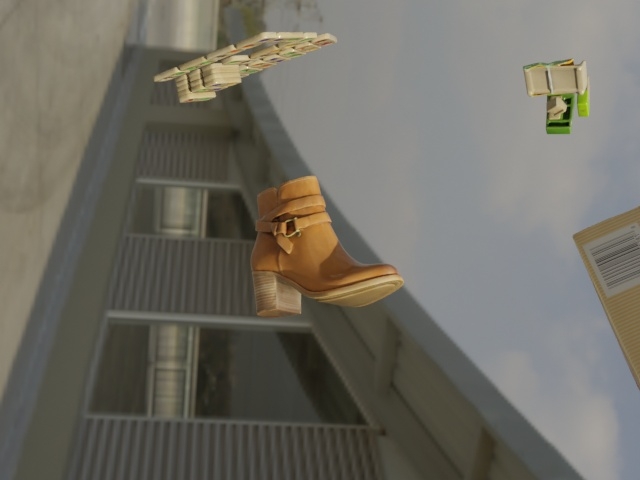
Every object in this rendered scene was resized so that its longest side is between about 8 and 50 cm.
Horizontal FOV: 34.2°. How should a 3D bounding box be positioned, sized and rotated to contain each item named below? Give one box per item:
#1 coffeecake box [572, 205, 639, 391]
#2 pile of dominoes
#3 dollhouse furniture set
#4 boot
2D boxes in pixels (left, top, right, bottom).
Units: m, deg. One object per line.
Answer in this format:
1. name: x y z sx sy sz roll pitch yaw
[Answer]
1. coffeecake box: 0.205 0.088 0.527 0.185 0.068 0.142 56 15 -37
2. pile of dominoes: -0.102 -0.251 1.520 0.251 0.196 0.040 -11 -88 41
3. dollhouse furniture set: 0.310 -0.203 1.351 0.151 0.076 0.058 60 36 -56
4. boot: 0.000 0.000 1.176 0.073 0.197 0.152 22 63 -57
